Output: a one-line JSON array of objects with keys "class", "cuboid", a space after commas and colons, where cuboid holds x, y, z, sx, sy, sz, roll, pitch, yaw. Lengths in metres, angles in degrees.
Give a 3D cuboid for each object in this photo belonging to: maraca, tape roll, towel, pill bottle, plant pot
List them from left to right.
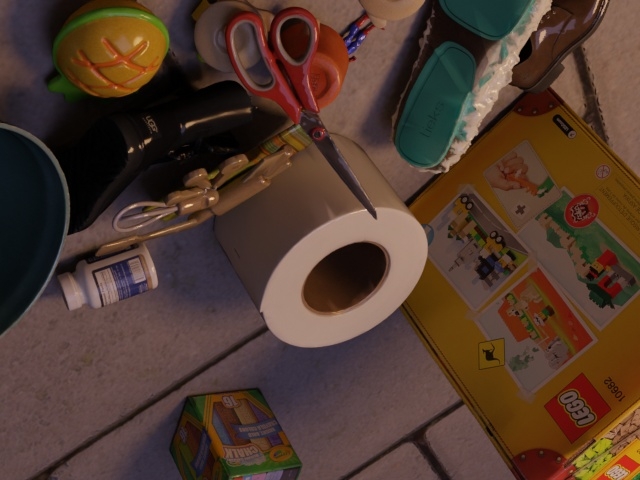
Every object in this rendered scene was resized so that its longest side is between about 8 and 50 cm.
[{"class": "plant pot", "cuboid": [-0.443, -0.029, 1.322, 0.293, 0.196, 0.293, -33, 140, -34]}, {"class": "maraca", "cuboid": [-0.239, -0.203, 1.397, 0.127, 0.099, 0.186, 4, 153, -23]}, {"class": "pill bottle", "cuboid": [-0.278, 0.050, 1.637, 0.120, 0.067, 0.067, -19, 138, -16]}, {"class": "towel", "cuboid": [-0.111, -0.090, 1.587, 0.237, 0.021, 0.102, -28, 170, 7]}, {"class": "tape roll", "cuboid": [0.000, 0.000, 1.693, 0.246, 0.169, 0.246, -18, 137, -17]}]

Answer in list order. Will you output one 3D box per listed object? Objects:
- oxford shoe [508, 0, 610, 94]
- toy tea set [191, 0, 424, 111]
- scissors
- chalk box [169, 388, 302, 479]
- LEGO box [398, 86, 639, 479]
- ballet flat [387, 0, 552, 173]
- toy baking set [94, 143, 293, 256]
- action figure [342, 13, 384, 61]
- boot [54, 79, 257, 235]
[{"class": "oxford shoe", "cuboid": [0.311, -0.298, 1.673, 0.096, 0.083, 0.227, 13, 121, -36]}, {"class": "toy tea set", "cuboid": [0.009, -0.306, 1.472, 0.200, 0.124, 0.336, 38, 110, -18]}, {"class": "scissors", "cuboid": [-0.022, -0.139, 1.477, 0.109, 0.021, 0.297, -18, 117, 5]}, {"class": "chalk box", "cuboid": [-0.124, 0.352, 1.923, 0.132, 0.213, 0.132, -2, 130, -32]}, {"class": "LEGO box", "cuboid": [0.340, 0.081, 1.740, 0.372, 0.500, 0.193, -43, 138, 12]}, {"class": "ballet flat", "cuboid": [0.207, -0.271, 1.620, 0.147, 0.147, 0.409, 0, 132, -33]}, {"class": "toy baking set", "cuboid": [-0.153, -0.055, 1.526, 0.256, 0.030, 0.196, -32, 167, 25]}, {"class": "action figure", "cuboid": [0.028, -0.240, 1.586, 0.115, 0.030, 0.038, -39, 145, 10]}, {"class": "boot", "cuboid": [-0.209, -0.099, 1.506, 0.207, 0.094, 0.246, -21, 170, -43]}]
